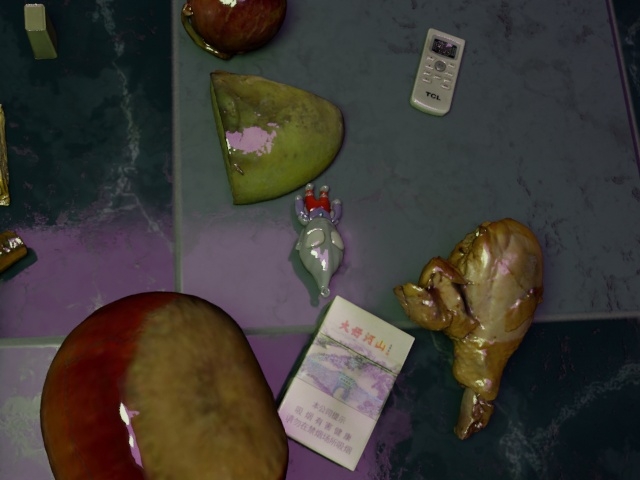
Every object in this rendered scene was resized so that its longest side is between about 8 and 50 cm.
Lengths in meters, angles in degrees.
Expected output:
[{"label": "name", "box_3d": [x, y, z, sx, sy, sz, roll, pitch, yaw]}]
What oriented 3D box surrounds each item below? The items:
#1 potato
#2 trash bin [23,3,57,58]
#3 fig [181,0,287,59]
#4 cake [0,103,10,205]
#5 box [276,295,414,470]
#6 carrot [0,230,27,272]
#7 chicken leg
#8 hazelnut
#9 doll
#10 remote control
[{"label": "potato", "box_3d": [-0.067, -0.224, 1.234, 0.255, 0.112, 0.270, -11, 80, -14]}, {"label": "trash bin", "box_3d": [-0.518, -0.386, 1.196, 0.042, 0.092, 0.061, -5, 77, -14]}, {"label": "fig", "box_3d": [-0.170, -0.443, 1.237, 0.205, 0.205, 0.205, 3, 75, -10]}, {"label": "cake", "box_3d": [-0.576, -0.152, 1.134, 0.116, 0.080, 0.185, 24, 68, -1]}, {"label": "box", "box_3d": [0.038, 0.250, 1.148, 0.164, 0.069, 0.257, 29, 73, -2]}, {"label": "carrot", "box_3d": [-0.617, 0.065, 1.076, 0.260, 0.070, 0.070, -34, 84, -18]}, {"label": "chicken leg", "box_3d": [0.255, 0.151, 1.167, 0.295, 0.182, 0.410, 8, 91, -27]}, {"label": "hazelnut", "box_3d": [-0.228, 0.280, 0.967, 0.359, 0.359, 0.410, -17, 84, -14]}, {"label": "doll", "box_3d": [0.000, 0.000, 1.207, 0.102, 0.075, 0.228, 7, 62, -19]}, {"label": "remote control", "box_3d": [0.247, -0.355, 1.366, 0.087, 0.029, 0.190, 18, 73, -5]}]
